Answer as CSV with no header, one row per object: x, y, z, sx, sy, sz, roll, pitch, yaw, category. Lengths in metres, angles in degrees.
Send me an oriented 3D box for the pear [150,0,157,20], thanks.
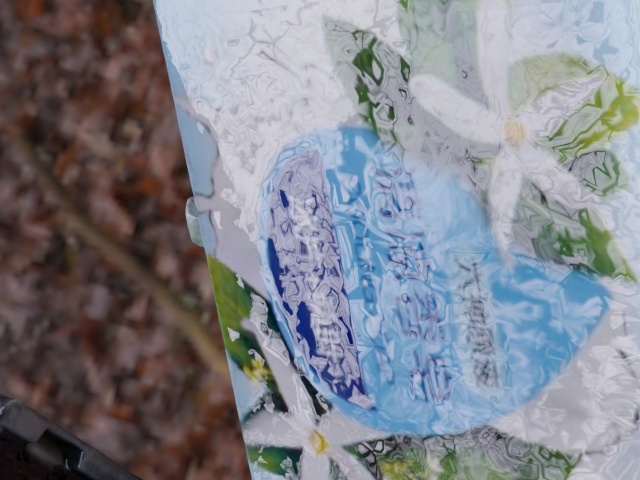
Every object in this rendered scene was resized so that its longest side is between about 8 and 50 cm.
0.073,-0.097,0.629,0.269,0.269,0.321,-15,83,57,pear

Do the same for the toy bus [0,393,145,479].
-0.263,0.292,0.967,0.249,0.209,0.440,12,71,37,toy bus

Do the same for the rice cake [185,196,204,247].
0.000,0.000,1.160,0.042,0.180,0.030,78,-149,-50,rice cake

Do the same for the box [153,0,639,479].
0.050,0.013,0.454,0.142,0.083,0.232,3,108,42,box
